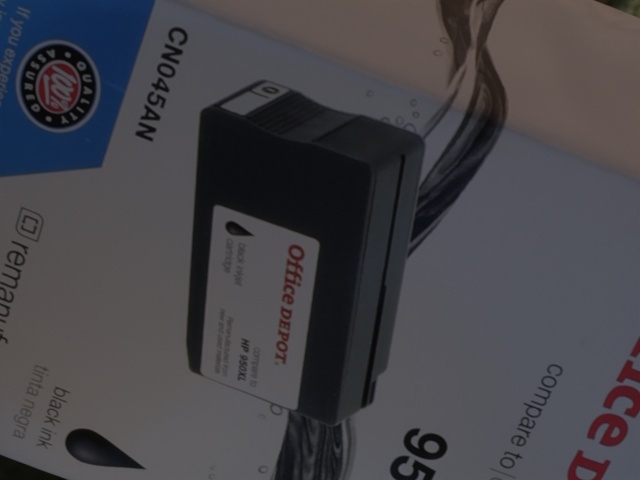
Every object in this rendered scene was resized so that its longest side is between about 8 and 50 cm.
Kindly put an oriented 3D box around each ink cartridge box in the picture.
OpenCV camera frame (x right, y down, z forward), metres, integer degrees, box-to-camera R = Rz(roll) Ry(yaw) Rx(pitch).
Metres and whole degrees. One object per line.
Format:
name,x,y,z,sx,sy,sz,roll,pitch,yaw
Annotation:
ink cartridge box,0.000,0.000,0.935,0.166,0.395,0.285,-72,-177,-57
